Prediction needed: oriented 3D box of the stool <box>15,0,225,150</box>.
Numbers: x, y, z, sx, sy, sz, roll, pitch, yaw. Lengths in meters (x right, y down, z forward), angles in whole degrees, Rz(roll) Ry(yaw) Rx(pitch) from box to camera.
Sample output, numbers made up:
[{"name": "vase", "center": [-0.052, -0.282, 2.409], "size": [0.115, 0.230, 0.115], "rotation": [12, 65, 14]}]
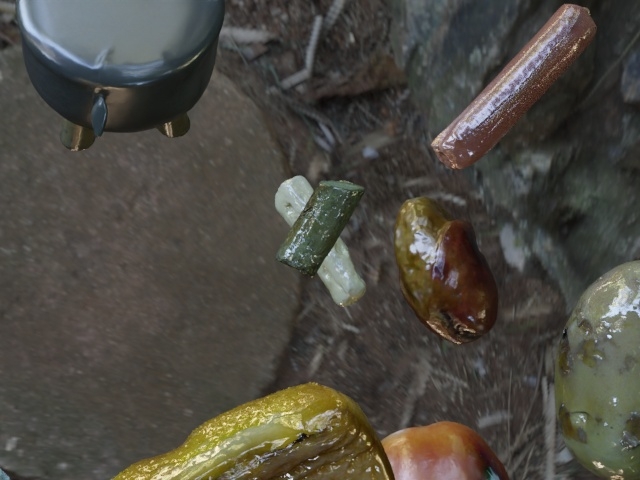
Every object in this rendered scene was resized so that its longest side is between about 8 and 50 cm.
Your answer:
[{"name": "stool", "center": [-0.145, -0.173, 0.997], "size": [0.153, 0.139, 0.228], "rotation": [32, 64, 7]}]

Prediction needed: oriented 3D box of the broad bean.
[{"name": "broad bean", "center": [0.183, 0.038, 1.812], "size": [0.122, 0.156, 0.229], "rotation": [-33, 61, 38]}]

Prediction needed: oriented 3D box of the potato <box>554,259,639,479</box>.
[{"name": "potato", "center": [0.352, 0.150, 1.432], "size": [0.164, 0.165, 0.262], "rotation": [7, 98, 10]}]

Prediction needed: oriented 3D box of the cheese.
[{"name": "cheese", "center": [0.000, 0.000, 1.690], "size": [0.043, 0.065, 0.194], "rotation": [-17, 69, -37]}]

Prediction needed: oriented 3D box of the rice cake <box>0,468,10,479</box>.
[{"name": "rice cake", "center": [-0.365, 0.158, 1.085], "size": [0.226, 0.040, 0.085], "rotation": [44, 43, 20]}]

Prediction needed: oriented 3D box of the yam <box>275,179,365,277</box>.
[{"name": "yam", "center": [-0.001, -0.014, 1.094], "size": [0.043, 0.043, 0.094], "rotation": [31, 94, 13]}]

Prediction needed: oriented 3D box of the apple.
[{"name": "apple", "center": [0.140, 0.305, 1.504], "size": [0.199, 0.199, 0.199], "rotation": [-2, 78, 8]}]

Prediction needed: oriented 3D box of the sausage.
[{"name": "sausage", "center": [0.135, -0.106, 0.854], "size": [0.030, 0.035, 0.147], "rotation": [44, 90, -17]}]

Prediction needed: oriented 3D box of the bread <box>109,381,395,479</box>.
[{"name": "bread", "center": [-0.063, 0.344, 1.338], "size": [0.337, 0.148, 0.328], "rotation": [-28, 111, -10]}]
